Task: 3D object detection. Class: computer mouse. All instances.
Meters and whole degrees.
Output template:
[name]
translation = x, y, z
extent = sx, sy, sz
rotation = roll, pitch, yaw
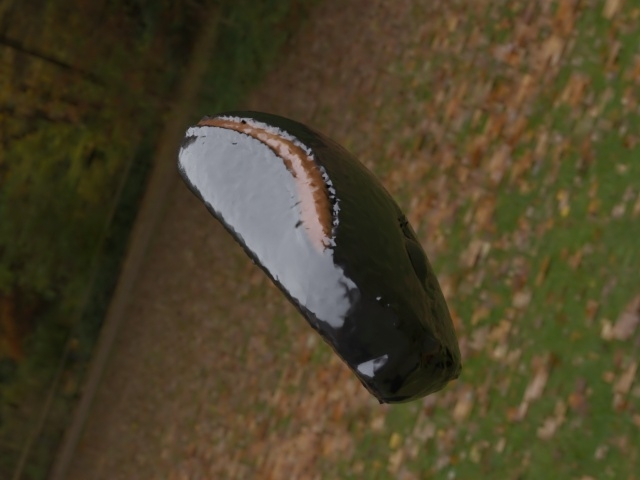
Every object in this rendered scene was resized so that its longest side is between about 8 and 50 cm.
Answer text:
[computer mouse]
translation = 0.003, -0.004, 1.108
extent = 0.116, 0.183, 0.323
rotation = -45, 43, 1
